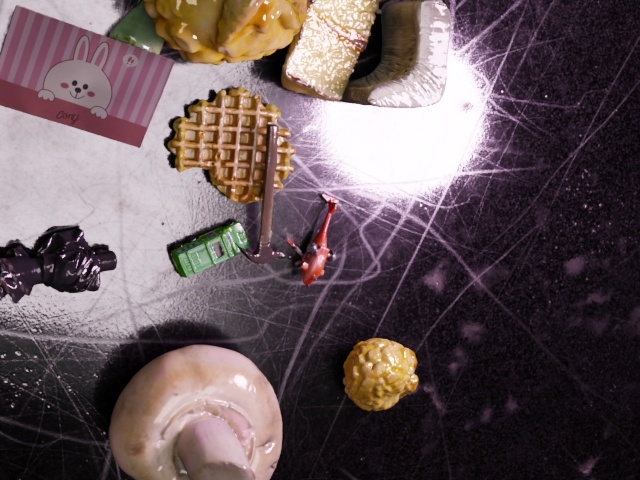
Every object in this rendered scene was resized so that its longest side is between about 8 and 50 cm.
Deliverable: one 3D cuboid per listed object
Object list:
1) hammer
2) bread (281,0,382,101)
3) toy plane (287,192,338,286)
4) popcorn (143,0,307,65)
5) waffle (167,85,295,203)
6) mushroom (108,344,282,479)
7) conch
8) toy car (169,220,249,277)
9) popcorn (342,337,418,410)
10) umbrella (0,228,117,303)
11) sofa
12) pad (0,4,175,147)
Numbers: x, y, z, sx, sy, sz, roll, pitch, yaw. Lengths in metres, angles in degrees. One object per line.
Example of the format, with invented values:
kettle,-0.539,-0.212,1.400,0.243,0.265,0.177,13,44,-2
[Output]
hammer,-0.108,-0.094,1.805,0.125,0.027,0.297,-5,110,-37
bread,0.001,-0.429,1.783,0.178,0.142,0.265,21,88,-55
toy plane,0.006,0.004,1.904,0.126,0.077,0.194,46,73,-31
popcorn,-0.149,-0.483,1.594,0.349,0.382,0.348,-11,105,-46
waffle,-0.175,-0.181,1.802,0.249,0.056,0.253,-32,112,-14
mushroom,-0.254,0.401,1.768,0.325,0.353,0.353,-1,102,10
conch,-0.334,-0.404,1.691,0.106,0.079,0.170,41,77,-39
toy car,-0.225,0.019,1.817,0.165,0.062,0.071,-25,108,-15
popcorn,0.134,0.301,1.969,0.180,0.170,0.179,4,103,18
umbrella,-0.528,0.053,1.686,0.273,0.122,0.110,-10,147,-23
sofa,0.145,-0.386,1.811,0.176,0.210,0.225,-1,104,-20
pad,-0.449,-0.301,1.656,0.300,0.005,0.202,17,117,-24
